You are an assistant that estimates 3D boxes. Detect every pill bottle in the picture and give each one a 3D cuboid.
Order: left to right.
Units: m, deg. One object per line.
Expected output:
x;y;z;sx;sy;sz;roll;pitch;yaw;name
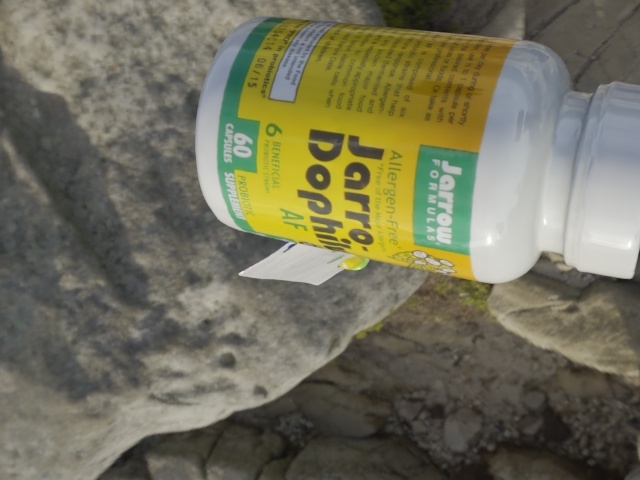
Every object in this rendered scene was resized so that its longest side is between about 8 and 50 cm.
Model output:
0.054;-0.043;0.413;0.208;0.117;0.118;12;109;21;pill bottle

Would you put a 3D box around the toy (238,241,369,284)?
0.000;0.000;1.022;0.136;0.237;0.056;-30;72;16;toy
